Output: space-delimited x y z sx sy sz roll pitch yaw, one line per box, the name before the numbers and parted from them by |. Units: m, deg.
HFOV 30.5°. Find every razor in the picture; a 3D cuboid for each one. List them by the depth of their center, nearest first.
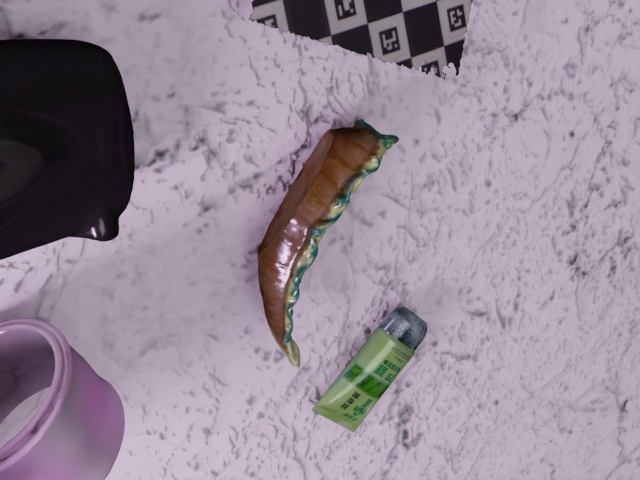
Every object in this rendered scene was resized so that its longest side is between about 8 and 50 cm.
razor | -0.313 -0.065 1.002 0.349 0.114 0.204 -20 115 -50

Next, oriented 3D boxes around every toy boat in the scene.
toy boat | -0.011 -0.002 1.318 0.099 0.108 0.292 22 100 -14

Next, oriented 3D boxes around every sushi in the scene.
sushi | 0.050 -0.320 1.230 0.290 0.050 0.263 6 95 -37

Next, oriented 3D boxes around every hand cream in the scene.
hand cream | 0.070 0.165 1.503 0.175 0.046 0.095 -54 136 1

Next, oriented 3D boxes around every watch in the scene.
watch | -0.297 0.190 1.101 0.217 0.248 0.211 -45 132 -13
